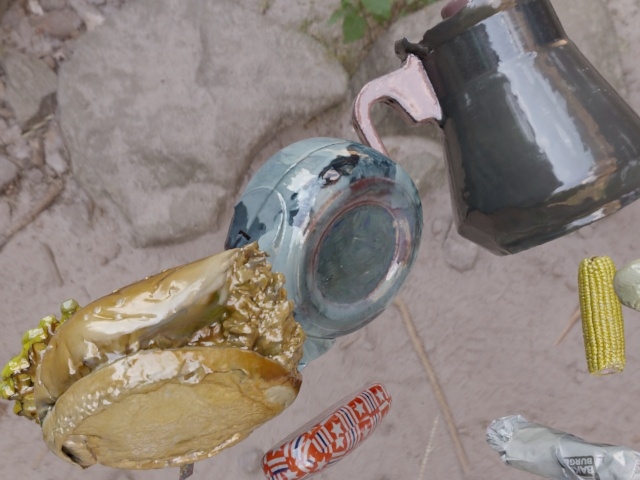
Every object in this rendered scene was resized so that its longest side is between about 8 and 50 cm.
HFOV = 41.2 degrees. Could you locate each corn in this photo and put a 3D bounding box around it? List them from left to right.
[{"bbox_3d":[0.556,0.145,1.685,0.081,0.081,0.249,4,64,-2],"label":"corn"}]

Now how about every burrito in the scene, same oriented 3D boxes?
[{"bbox_3d":[0.262,0.229,0.903,0.064,0.203,0.064,-4,96,-41],"label":"burrito"}]

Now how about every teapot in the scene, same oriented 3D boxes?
[{"bbox_3d":[0.250,-0.170,1.217,0.375,0.305,0.362,-26,89,-6],"label":"teapot"}]

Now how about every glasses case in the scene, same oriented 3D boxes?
[{"bbox_3d":[0.017,0.205,0.901,0.194,0.073,0.049,-21,81,-54],"label":"glasses case"}]

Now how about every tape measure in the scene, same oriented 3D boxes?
[{"bbox_3d":[0.000,0.000,1.102,0.275,0.256,0.147,-39,43,-21],"label":"tape measure"}]

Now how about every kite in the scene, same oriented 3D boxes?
[{"bbox_3d":[-0.211,0.348,1.331,0.002,0.078,0.044,18,42,27],"label":"kite"}]

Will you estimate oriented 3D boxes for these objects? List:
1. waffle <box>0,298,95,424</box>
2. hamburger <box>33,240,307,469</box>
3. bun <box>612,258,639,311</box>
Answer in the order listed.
[{"bbox_3d":[-0.357,0.188,1.314,0.058,0.243,0.238,40,106,44],"label":"waffle"},{"bbox_3d":[-0.138,0.117,0.791,0.243,0.286,0.146,4,54,-49],"label":"hamburger"},{"bbox_3d":[0.575,0.084,1.505,0.115,0.115,0.069,1,50,-3],"label":"bun"}]
